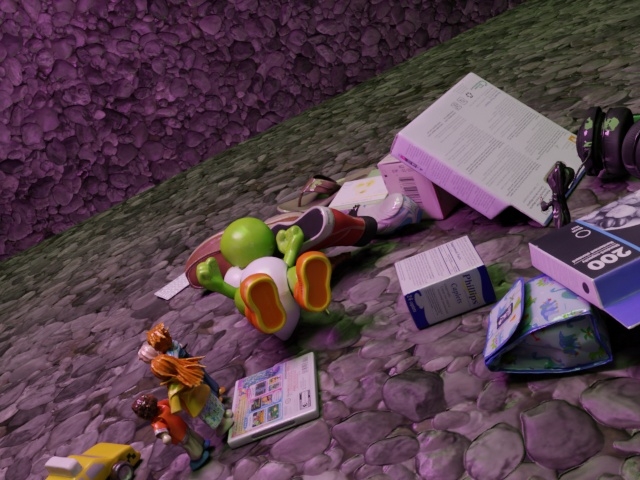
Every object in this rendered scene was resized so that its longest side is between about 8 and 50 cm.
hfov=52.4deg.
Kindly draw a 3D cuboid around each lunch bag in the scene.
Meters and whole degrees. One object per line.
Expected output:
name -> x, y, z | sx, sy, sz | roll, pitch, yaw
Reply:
lunch bag -> 0.290, 0.109, 0.857 | 0.151, 0.096, 0.129 | -24, 17, 28

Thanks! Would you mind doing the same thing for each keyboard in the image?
keyboard -> -0.313, 0.075, 1.695 | 0.256, 0.014, 0.072 | -38, 25, -31

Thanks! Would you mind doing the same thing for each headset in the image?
headset -> 0.557, -0.142, 1.159 | 0.394, 0.185, 0.243 | -17, 20, -25

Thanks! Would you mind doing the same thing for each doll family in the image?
doll family -> -0.214, 0.213, 1.019 | 0.118, 0.163, 0.263 | -40, 21, 1

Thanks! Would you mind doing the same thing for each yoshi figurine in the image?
yoshi figurine -> -0.116, 0.044, 1.215 | 0.203, 0.203, 0.362 | -62, 20, -7

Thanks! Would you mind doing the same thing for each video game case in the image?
video game case -> -0.072, 0.247, 1.021 | 0.143, 0.019, 0.157 | -22, 22, 7

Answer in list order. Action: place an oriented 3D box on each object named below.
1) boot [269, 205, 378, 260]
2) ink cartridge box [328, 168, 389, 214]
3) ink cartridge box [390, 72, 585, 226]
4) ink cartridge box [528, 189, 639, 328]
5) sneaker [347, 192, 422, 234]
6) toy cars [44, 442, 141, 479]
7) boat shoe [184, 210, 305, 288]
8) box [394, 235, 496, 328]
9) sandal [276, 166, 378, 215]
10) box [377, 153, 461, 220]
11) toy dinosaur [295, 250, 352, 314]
boot -> 0.000, 0.000, 1.378 | 0.176, 0.089, 0.244 | 6, -20, -40
ink cartridge box -> 0.136, -0.135, 1.603 | 0.171, 0.056, 0.235 | -7, 39, 40
ink cartridge box -> 0.360, -0.181, 1.326 | 0.330, 0.071, 0.324 | 37, 50, 15
ink cartridge box -> 0.398, 0.008, 0.799 | 0.206, 0.045, 0.208 | -25, 22, -4
sneaker -> 0.126, -0.042, 1.433 | 0.237, 0.086, 0.085 | -15, 46, 55
toy cars -> -0.457, 0.410, 0.955 | 0.393, 0.087, 0.176 | -29, 21, -10
boat shoe -> -0.160, 0.029, 1.495 | 0.323, 0.123, 0.120 | -24, 24, 4
box -> 0.203, 0.067, 1.073 | 0.137, 0.072, 0.126 | -22, 21, 8
sandal -> 0.014, -0.144, 1.750 | 0.302, 0.086, 0.120 | -27, 25, -12
box -> 0.259, -0.163, 1.451 | 0.126, 0.149, 0.232 | 0, 32, 46
toy dinosaur -> -0.002, 0.069, 1.304 | 0.112, 0.064, 0.211 | -10, 26, 30
